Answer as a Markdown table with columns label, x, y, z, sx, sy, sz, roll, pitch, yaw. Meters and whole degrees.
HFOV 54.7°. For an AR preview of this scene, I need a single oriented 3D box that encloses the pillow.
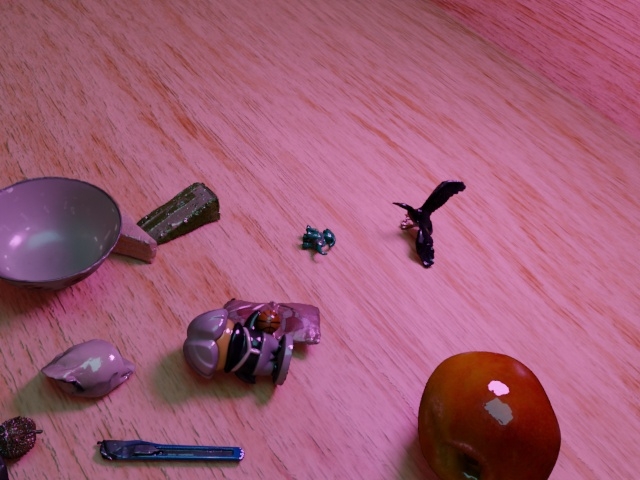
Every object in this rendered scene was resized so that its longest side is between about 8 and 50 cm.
| label | x | y | z | sx | sy | sz | roll | pitch | yaw |
| --- | --- | --- | --- | --- | --- | --- | --- | --- | --- |
| pillow | -0.124 | 0.206 | 1.531 | 0.248 | 0.049 | 0.135 | 5 | 42 | -6 |

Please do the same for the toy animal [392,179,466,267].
| label | x | y | z | sx | sy | sz | roll | pitch | yaw |
| --- | --- | --- | --- | --- | --- | --- | --- | --- | --- |
| toy animal | 0.291 | -0.061 | 1.873 | 0.197 | 0.160 | 0.272 | 19 | 79 | -7 |

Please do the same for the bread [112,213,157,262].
| label | x | y | z | sx | sy | sz | roll | pitch | yaw |
| --- | --- | --- | --- | --- | --- | --- | --- | --- | --- |
| bread | -0.510 | 0.006 | 1.600 | 0.152 | 0.077 | 0.105 | 36 | 42 | 25 |

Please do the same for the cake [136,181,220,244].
| label | x | y | z | sx | sy | sz | roll | pitch | yaw |
| --- | --- | --- | --- | --- | --- | --- | --- | --- | --- |
| cake | -0.398 | -0.055 | 1.738 | 0.235 | 0.099 | 0.100 | -38 | 63 | -19 |

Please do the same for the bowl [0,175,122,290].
| label | x | y | z | sx | sy | sz | roll | pitch | yaw |
| --- | --- | --- | --- | --- | --- | --- | --- | --- | --- |
| bowl | -0.644 | 0.014 | 1.484 | 0.337 | 0.157 | 0.337 | 6 | 48 | -7 |

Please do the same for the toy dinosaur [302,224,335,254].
| label | x | y | z | sx | sy | sz | roll | pitch | yaw |
| --- | --- | --- | --- | --- | --- | --- | --- | --- | --- |
| toy dinosaur | 0.000 | 0.000 | 1.787 | 0.096 | 0.059 | 0.132 | 12 | 34 | -13 |

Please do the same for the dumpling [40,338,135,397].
| label | x | y | z | sx | sy | sz | roll | pitch | yaw |
| --- | --- | --- | --- | --- | --- | --- | --- | --- | --- |
| dumpling | -0.499 | 0.265 | 1.327 | 0.176 | 0.092 | 0.150 | -26 | 42 | -31 |

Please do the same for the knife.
| label | x | y | z | sx | sy | sz | roll | pitch | yaw |
| --- | --- | --- | --- | --- | --- | --- | --- | --- | --- |
| knife | -0.301 | 0.426 | 1.256 | 0.296 | 0.026 | 0.044 | 5 | 31 | -12 |

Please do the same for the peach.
| label | x | y | z | sx | sy | sz | roll | pitch | yaw |
| --- | --- | --- | --- | --- | --- | --- | --- | --- | --- |
| peach | 0.359 | 0.385 | 1.323 | 0.308 | 0.308 | 0.332 | 27 | 29 | 12 |

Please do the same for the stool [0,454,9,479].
| label | x | y | z | sx | sy | sz | roll | pitch | yaw |
| --- | --- | --- | --- | --- | --- | --- | --- | --- | --- |
| stool | -0.656 | 0.428 | 1.057 | 0.232 | 0.141 | 0.232 | 9 | 43 | -8 |

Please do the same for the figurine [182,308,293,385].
| label | x | y | z | sx | sy | sz | roll | pitch | yaw |
| --- | --- | --- | --- | --- | --- | --- | --- | --- | --- |
| figurine | -0.187 | 0.233 | 1.398 | 0.236 | 0.133 | 0.176 | 13 | 73 | -11 |

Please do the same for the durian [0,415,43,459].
| label | x | y | z | sx | sy | sz | roll | pitch | yaw |
| --- | --- | --- | --- | --- | --- | --- | --- | --- | --- |
| durian | -0.580 | 0.377 | 1.185 | 0.091 | 0.080 | 0.080 | -5 | 46 | -14 |
